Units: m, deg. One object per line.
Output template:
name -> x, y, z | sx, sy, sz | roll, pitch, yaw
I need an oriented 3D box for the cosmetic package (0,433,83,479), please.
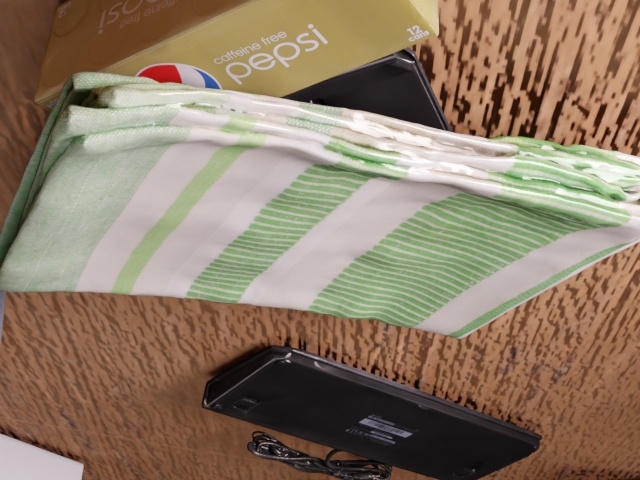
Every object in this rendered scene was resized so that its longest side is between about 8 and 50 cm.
cosmetic package -> -0.490, 0.270, 1.064 | 0.377, 0.097, 0.284 | -19, 141, 32

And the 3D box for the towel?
towel -> 0.000, 0.000, 0.549 | 0.325, 0.038, 0.248 | 6, 157, -24

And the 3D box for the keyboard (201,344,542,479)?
keyboard -> 0.035, 0.177, 0.927 | 0.317, 0.033, 0.201 | 24, 137, -30

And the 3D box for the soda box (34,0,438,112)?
soda box -> -0.040, -0.098, 0.443 | 0.181, 0.061, 0.058 | -16, 145, 29

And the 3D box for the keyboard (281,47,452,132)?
keyboard -> 0.027, -0.043, 0.570 | 0.108, 0.023, 0.180 | -15, 144, 17

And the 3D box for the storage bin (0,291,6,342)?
storage bin -> -0.264, 0.071, 0.688 | 0.091, 0.135, 0.098 | -27, 139, 26
